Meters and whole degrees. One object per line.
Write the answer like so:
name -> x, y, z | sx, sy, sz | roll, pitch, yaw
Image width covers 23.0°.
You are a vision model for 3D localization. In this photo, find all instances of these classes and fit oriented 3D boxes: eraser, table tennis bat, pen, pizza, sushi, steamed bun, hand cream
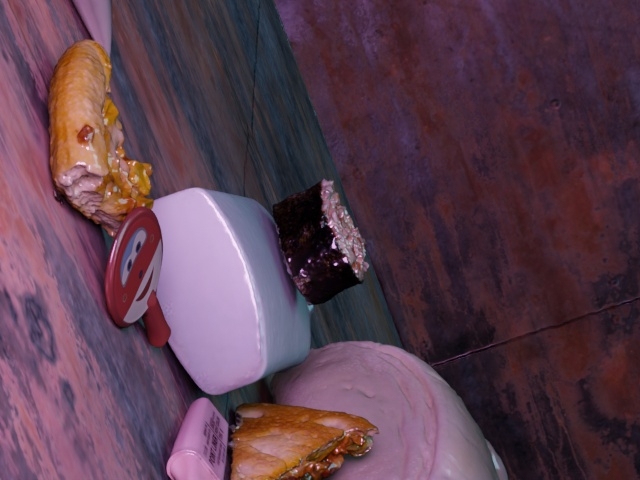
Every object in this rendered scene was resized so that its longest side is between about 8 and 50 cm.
eraser -> -0.084, 0.047, 1.541 | 0.290, 0.104, 0.189 | 8, 67, -82
table tennis bat -> -0.149, 0.038, 1.298 | 0.155, 0.019, 0.098 | 78, 27, -52
pen -> -0.102, 0.181, 1.321 | 0.053, 0.032, 0.197 | 54, 9, -12
pizza -> -0.035, 0.222, 1.518 | 0.194, 0.154, 0.069 | -47, 140, -59
pizza -> -0.178, -0.068, 1.286 | 0.182, 0.062, 0.161 | -98, 173, -64
sushi -> 0.000, 0.000, 1.587 | 0.090, 0.078, 0.150 | 61, 9, -26
steamed bun -> 0.081, 0.276, 1.698 | 0.383, 0.236, 0.247 | -98, 166, -58
hand cream -> -0.223, -0.255, 1.473 | 0.186, 0.054, 0.087 | 74, 7, -50
